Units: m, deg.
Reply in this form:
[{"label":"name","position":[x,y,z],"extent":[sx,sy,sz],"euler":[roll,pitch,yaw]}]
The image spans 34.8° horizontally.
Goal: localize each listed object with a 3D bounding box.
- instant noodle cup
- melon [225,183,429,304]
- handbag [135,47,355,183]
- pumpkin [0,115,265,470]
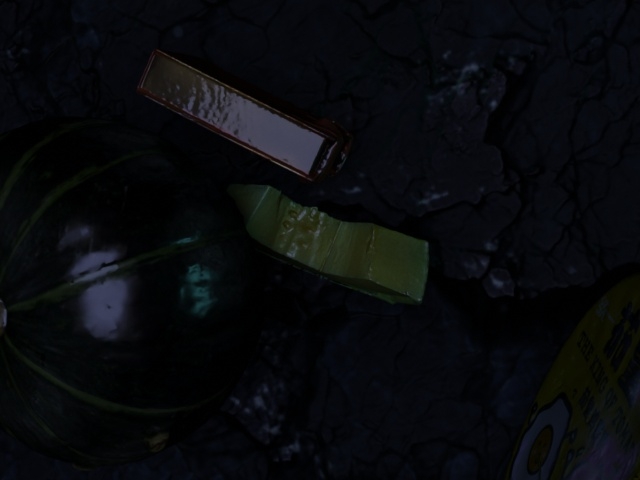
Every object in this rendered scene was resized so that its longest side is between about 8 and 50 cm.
[{"label":"instant noodle cup","position":[0.319,0.220,0.846],"extent":[0.254,0.325,0.325],"euler":[23,98,-2]},{"label":"melon","position":[0.000,0.000,0.973],"extent":[0.209,0.118,0.064],"euler":[21,84,-3]},{"label":"handbag","position":[-0.064,-0.118,0.967],"extent":[0.190,0.127,0.063],"euler":[28,101,7]},{"label":"pumpkin","position":[-0.204,0.044,0.920],"extent":[0.323,0.241,0.323],"euler":[17,114,41]}]
